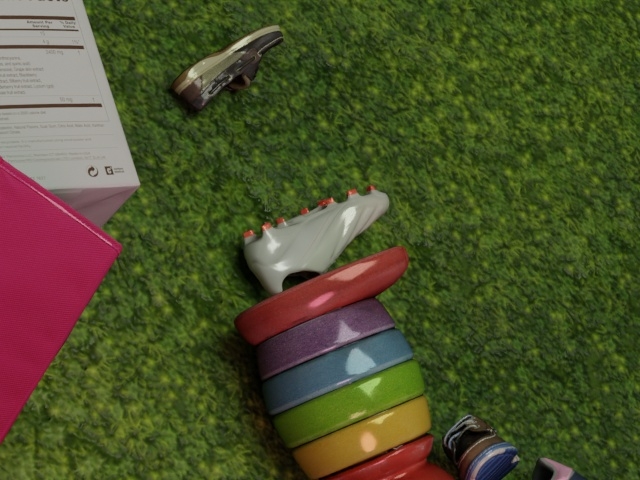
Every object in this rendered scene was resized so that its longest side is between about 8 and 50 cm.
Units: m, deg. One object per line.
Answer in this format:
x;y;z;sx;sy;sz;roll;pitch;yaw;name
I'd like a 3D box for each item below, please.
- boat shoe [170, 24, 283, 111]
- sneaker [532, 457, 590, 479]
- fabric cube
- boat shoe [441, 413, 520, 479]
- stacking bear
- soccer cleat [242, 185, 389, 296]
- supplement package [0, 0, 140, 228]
-0.093;-0.182;2.015;0.152;0.056;0.049;-34;90;-33;boat shoe
0.171;0.326;1.871;0.319;0.112;0.131;-27;56;-39;sneaker
-0.364;0.072;1.539;0.259;0.254;0.258;37;50;-11;fabric cube
0.153;0.212;1.888;0.066;0.183;0.066;-43;77;-2;boat shoe
0.043;0.178;1.824;0.164;0.175;0.289;-20;83;-32;stacking bear
0.000;0.000;1.963;0.196;0.068;0.076;-23;93;-40;soccer cleat
-0.315;-0.135;1.746;0.175;0.177;0.293;-5;66;-36;supplement package
